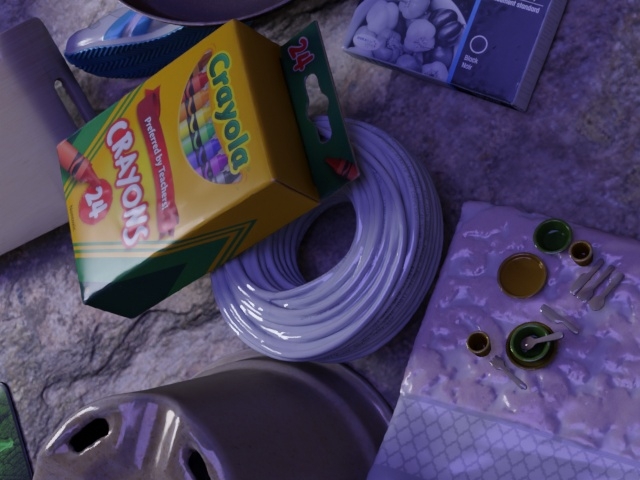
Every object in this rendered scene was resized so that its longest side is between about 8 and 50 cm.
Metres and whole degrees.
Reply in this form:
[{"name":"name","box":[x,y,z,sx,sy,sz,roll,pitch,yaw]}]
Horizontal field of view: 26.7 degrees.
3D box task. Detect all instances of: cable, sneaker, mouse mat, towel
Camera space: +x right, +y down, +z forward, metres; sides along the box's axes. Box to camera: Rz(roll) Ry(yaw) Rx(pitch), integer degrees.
[{"name":"cable","box":[0.000,0.000,1.368,0.257,0.089,0.257,12,81,36]},{"name":"sneaker","box":[-0.185,-0.252,1.521,0.228,0.087,0.092,-18,68,14]},{"name":"mouse mat","box":[-0.426,0.268,1.596,0.189,0.007,0.153,-26,73,20]},{"name":"towel","box":[0.238,0.134,1.249,0.331,0.053,0.317,15,72,23]}]

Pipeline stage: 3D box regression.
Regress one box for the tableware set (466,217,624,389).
[{"name":"tableware set","box":[0.198,0.054,1.254,0.154,0.024,0.104,-47,59,-5]}]

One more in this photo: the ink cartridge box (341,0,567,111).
[{"name":"ink cartridge box","box":[0.150,-0.260,1.388,0.206,0.045,0.208,21,91,25]}]

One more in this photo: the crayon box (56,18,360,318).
[{"name":"crayon box","box":[-0.123,-0.081,1.372,0.318,0.081,0.202,-31,57,26]}]

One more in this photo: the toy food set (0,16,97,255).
[{"name":"toy food set","box":[-0.398,-0.095,1.570,0.306,0.092,0.220,-25,101,21]}]

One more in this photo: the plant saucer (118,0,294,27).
[{"name":"plant saucer","box":[-0.102,-0.347,1.460,0.310,0.050,0.311,-4,63,8]}]

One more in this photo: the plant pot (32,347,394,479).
[{"name":"plant pot","box":[-0.110,0.259,1.291,0.333,0.305,0.334,-3,82,24]}]
